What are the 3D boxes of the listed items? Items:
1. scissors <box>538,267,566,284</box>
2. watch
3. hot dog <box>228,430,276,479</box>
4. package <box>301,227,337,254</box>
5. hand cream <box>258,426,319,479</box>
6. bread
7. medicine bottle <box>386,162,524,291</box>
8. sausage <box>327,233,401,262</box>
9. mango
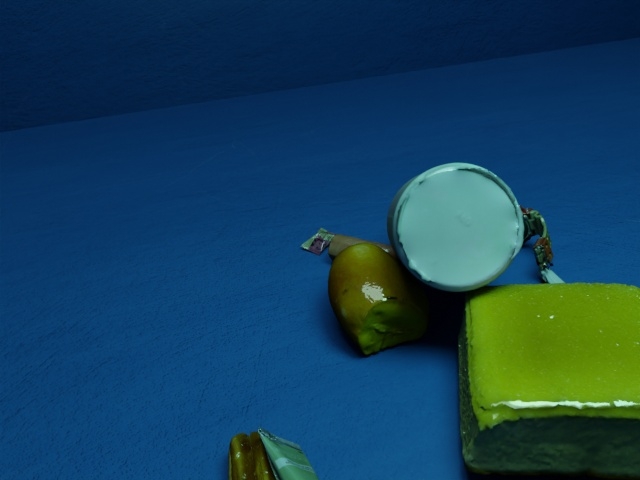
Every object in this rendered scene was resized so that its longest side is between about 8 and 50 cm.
[{"bbox_3d":[0.486,0.115,1.270,0.118,0.031,0.242,-11,30,-10],"label":"scissors"},{"bbox_3d":[0.397,0.025,1.385,0.164,0.102,0.268,-19,25,17],"label":"watch"},{"bbox_3d":[-0.094,0.330,0.938,0.071,0.045,0.165,-10,28,-7],"label":"hot dog"},{"bbox_3d":[0.000,0.000,1.561,0.059,0.029,0.083,23,49,29],"label":"package"},{"bbox_3d":[-0.019,0.339,0.889,0.055,0.086,0.235,-49,33,7],"label":"hand cream"},{"bbox_3d":[0.373,0.201,1.007,0.323,0.143,0.333,0,29,11],"label":"bread"},{"bbox_3d":[0.231,-0.029,1.249,0.213,0.214,0.379,-3,3,3],"label":"medicine bottle"},{"bbox_3d":[0.103,0.032,1.456,0.169,0.065,0.065,12,32,27],"label":"sausage"},{"bbox_3d":[0.097,0.086,1.272,0.187,0.138,0.257,-1,32,-20],"label":"mango"}]
